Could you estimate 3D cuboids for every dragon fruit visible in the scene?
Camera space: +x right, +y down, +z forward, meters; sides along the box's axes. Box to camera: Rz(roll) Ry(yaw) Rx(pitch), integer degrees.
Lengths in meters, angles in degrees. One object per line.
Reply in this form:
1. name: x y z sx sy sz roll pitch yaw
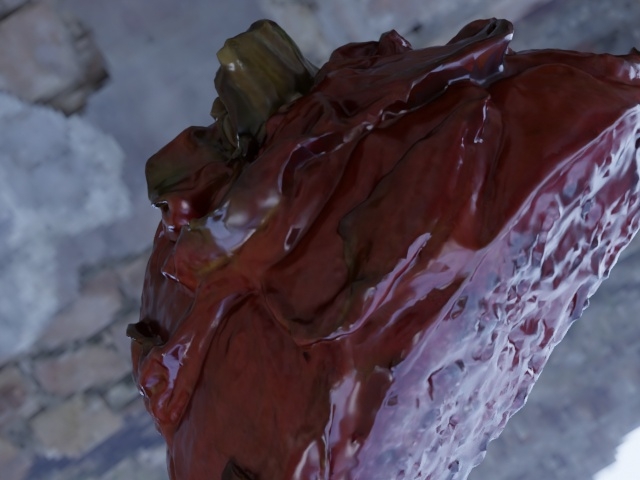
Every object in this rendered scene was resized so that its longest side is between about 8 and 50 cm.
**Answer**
1. dragon fruit: 0.000 0.000 0.417 0.106 0.083 0.162 33 -94 26
